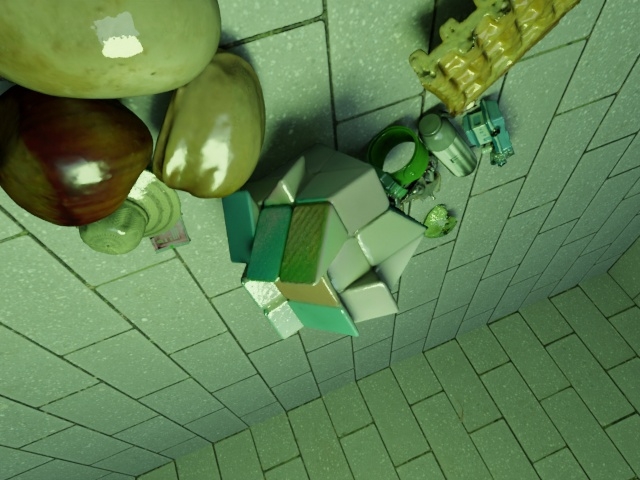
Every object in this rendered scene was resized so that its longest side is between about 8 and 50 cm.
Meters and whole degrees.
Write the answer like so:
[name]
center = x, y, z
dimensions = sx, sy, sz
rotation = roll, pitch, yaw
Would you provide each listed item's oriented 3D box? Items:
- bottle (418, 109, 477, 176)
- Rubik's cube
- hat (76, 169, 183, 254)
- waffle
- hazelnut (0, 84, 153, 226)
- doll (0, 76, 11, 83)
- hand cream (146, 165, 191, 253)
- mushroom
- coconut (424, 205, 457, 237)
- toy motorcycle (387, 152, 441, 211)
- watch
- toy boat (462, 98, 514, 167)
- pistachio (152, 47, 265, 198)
[bottle]
center = 0.329, -0.243, 1.131
dimensions = 0.096, 0.079, 0.254
rotation = -52, 142, 12
[Rubik's cube]
center = 0.000, 0.000, 0.933
dimensions = 0.368, 0.387, 0.358
rotation = -35, 119, -6
[hat]
center = -0.392, -0.032, 0.844
dimensions = 0.252, 0.110, 0.252
rotation = -4, 147, -3
[waffle]
center = 0.346, -0.402, 0.853
dimensions = 0.348, 0.077, 0.304
rotation = -43, 163, 25
[hazelnut]
center = -0.354, -0.130, 0.656
dimensions = 0.217, 0.251, 0.217
rotation = -5, 98, -37
[doll]
center = -0.502, -0.226, 0.475
dimensions = 0.201, 0.156, 0.303
rotation = -18, 180, -2
[hand cream]
center = -0.346, -0.055, 0.971
dimensions = 0.079, 0.050, 0.275
rotation = 6, 149, -2
[mushroom]
center = -0.262, -0.309, 0.492
dimensions = 0.293, 0.292, 0.290
rotation = -8, 113, -26
[coconut]
center = 0.393, -0.046, 1.476
dimensions = 0.158, 0.055, 0.133
rotation = 17, 127, -45
[toy motorcycle]
center = 0.248, -0.127, 1.217
dimensions = 0.229, 0.094, 0.130
rotation = -49, 141, 11
[watch]
center = 0.159, -0.195, 1.049
dimensions = 0.131, 0.165, 0.152
rotation = 25, 97, -50
[toy boat]
center = 0.442, -0.263, 1.167
dimensions = 0.098, 0.109, 0.238
rotation = -18, 150, 26
[pistachio]
center = -0.177, -0.195, 0.786
dimensions = 0.213, 0.163, 0.260
rotation = -14, 138, -56
